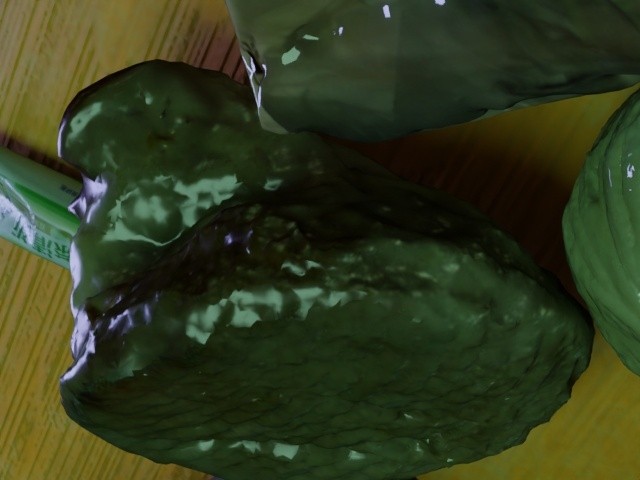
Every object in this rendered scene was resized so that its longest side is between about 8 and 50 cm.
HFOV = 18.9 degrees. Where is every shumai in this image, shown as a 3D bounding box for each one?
[{"bbox_3d":[0.000,0.000,0.961,0.271,0.204,0.222,4,152,0],"label":"shumai"}]

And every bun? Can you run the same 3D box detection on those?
[{"bbox_3d":[0.198,0.013,0.844,0.195,0.118,0.195,16,127,23],"label":"bun"}]

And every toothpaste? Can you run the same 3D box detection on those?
[{"bbox_3d":[-0.112,0.007,1.117,0.296,0.048,0.075,25,137,25],"label":"toothpaste"}]

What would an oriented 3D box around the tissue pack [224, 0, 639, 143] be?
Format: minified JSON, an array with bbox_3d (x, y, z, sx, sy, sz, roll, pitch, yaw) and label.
[{"bbox_3d":[0.067,-0.220,0.713,0.390,0.195,0.376,-7,110,42],"label":"tissue pack"}]

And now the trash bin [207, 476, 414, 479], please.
[{"bbox_3d":[-0.095,0.257,1.153,0.158,0.223,0.343,49,134,-3],"label":"trash bin"}]
